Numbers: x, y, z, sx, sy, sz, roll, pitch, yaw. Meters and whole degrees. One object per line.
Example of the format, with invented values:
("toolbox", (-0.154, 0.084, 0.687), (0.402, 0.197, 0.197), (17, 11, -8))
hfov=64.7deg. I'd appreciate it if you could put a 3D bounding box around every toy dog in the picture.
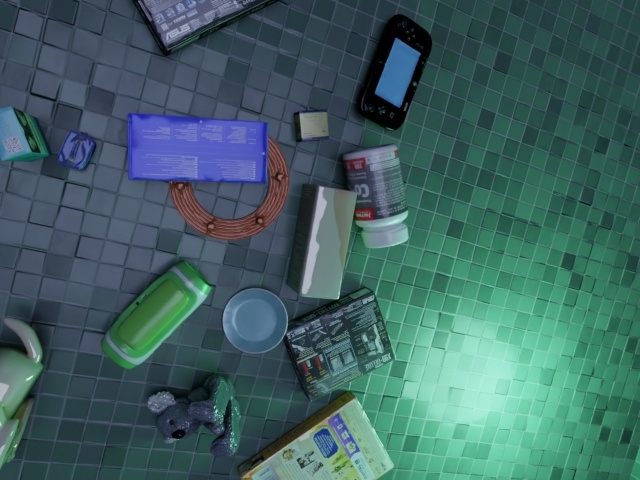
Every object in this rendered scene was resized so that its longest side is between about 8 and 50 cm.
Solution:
("toy dog", (-0.881, 0.347, 1.131), (0.408, 0.284, 0.395), (19, 91, -18))

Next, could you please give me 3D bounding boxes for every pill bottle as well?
("pill bottle", (0.167, -0.130, 1.481), (0.162, 0.161, 0.282), (-15, 102, -16))

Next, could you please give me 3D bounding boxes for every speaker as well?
("speaker", (-0.433, 0.195, 1.342), (0.296, 0.131, 0.131), (-46, 109, -8))

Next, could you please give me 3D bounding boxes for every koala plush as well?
("koala plush", (-0.353, 0.484, 1.404), (0.222, 0.203, 0.196), (-17, 116, 5))

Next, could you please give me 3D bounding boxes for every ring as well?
("ring", (-0.246, -0.166, 1.404), (0.337, 0.032, 0.336), (-3, 99, -18))

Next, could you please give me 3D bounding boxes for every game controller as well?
("game controller", (0.222, -0.494, 1.499), (0.167, 0.067, 0.318), (21, 91, -20))

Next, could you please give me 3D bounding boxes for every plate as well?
("plate", (-0.188, 0.231, 1.461), (0.188, 0.024, 0.188), (0, 88, 1))

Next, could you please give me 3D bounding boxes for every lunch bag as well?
("lunch bag", (-0.602, -0.225, 1.255), (0.067, 0.065, 0.098), (24, 90, -21))

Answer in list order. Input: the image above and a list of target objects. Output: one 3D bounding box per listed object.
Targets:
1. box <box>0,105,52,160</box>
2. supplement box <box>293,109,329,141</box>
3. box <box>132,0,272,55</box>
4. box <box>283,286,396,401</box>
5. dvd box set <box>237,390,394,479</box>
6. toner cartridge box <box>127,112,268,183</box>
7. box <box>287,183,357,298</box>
("box", (-0.672, -0.233, 1.134), (0.060, 0.244, 0.100), (-21, 104, -15))
("supplement box", (-0.026, -0.327, 1.442), (0.084, 0.056, 0.083), (-9, 100, -18))
("box", (-0.302, -0.702, 1.275), (0.395, 0.097, 0.318), (-33, 108, -12))
("box", (0.057, 0.314, 1.552), (0.308, 0.076, 0.242), (-23, 105, -14))
("dvd box set", (-0.005, 0.716, 1.596), (0.421, 0.062, 0.307), (-32, 107, -13))
("toner cartridge box", (-0.314, -0.234, 1.315), (0.348, 0.075, 0.165), (0, 98, -18))
("box", (0.000, 0.000, 1.453), (0.121, 0.148, 0.310), (8, 97, -20))
